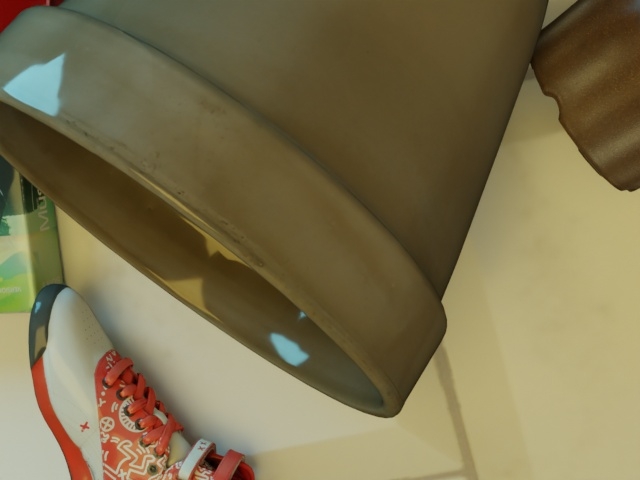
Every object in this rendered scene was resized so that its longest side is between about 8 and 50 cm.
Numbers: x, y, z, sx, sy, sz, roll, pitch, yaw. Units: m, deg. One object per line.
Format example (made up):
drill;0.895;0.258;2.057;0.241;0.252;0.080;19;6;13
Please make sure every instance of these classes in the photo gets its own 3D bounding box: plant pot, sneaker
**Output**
plant pot;0.235;-0.125;0.774;0.165;0.167;0.167;-33;89;25
sneaker;-0.134;0.156;0.959;0.145;0.090;0.270;-8;100;16
plant pot;-0.008;-0.094;0.747;0.323;0.323;0.280;35;77;8

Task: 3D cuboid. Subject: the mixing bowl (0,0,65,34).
mixing bowl;-0.208;-0.155;0.868;0.181;0.098;0.181;-2;87;43

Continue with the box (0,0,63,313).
box;-0.343;-0.095;0.991;0.232;0.058;0.322;-4;99;16
